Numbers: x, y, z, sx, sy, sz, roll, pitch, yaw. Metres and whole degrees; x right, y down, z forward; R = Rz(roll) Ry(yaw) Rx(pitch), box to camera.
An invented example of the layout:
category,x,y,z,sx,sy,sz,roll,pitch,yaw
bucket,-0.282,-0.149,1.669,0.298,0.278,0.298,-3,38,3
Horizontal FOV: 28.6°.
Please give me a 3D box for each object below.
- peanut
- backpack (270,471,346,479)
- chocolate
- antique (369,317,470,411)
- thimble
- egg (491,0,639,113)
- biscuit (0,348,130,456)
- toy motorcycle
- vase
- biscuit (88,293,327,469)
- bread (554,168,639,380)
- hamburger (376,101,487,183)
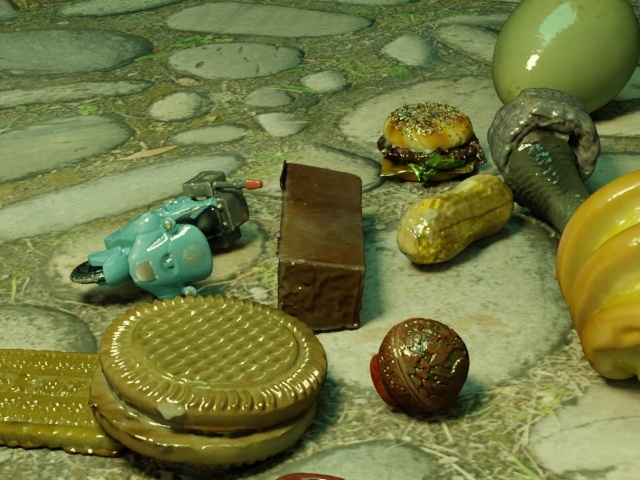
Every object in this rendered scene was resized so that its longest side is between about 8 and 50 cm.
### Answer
category,x,y,z,sx,sy,sz,roll,pitch,yaw
peanut,0.174,-0.028,1.634,0.087,0.087,0.206,18,32,40
backpack,-0.001,0.261,0.978,0.229,0.139,0.229,-3,27,1
chocolate,0.000,0.000,1.592,0.112,0.112,0.321,3,24,-2
antique,0.106,0.128,1.296,0.104,0.104,0.104,-4,25,2
thimble,0.316,-0.138,1.774,0.150,0.150,0.098,-5,24,1
egg,0.390,-0.302,2.028,0.218,0.218,0.295,17,41,39
biscuit,-0.294,0.169,1.371,0.254,0.029,0.172,2,25,15
toy motorcycle,-0.185,-0.006,1.624,0.182,0.123,0.272,-1,24,34
vase,0.324,-0.040,1.617,0.115,0.115,0.237,-9,28,-8
biscuit,-0.117,0.140,1.308,0.259,0.079,0.259,6,25,-3
bread,0.410,0.035,1.309,0.315,0.211,0.270,-6,26,4
hamburger,0.163,-0.151,1.893,0.164,0.093,0.189,-6,27,-3
